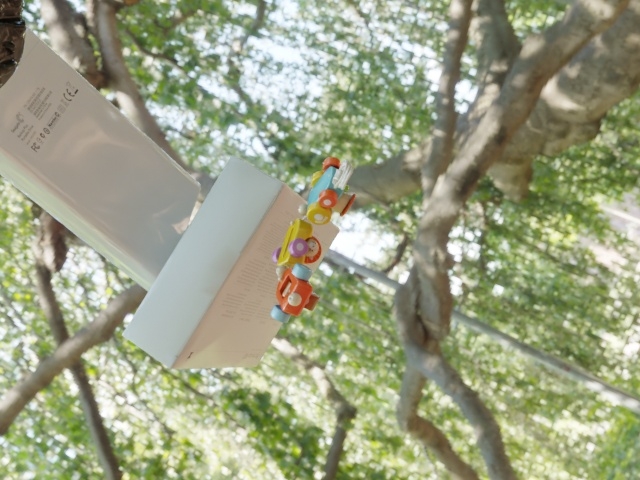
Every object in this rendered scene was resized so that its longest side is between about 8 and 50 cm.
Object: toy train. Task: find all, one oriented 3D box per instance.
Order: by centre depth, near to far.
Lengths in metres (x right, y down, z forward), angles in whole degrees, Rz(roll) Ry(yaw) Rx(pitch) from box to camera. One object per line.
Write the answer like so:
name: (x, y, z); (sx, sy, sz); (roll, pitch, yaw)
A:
toy train: (0.000, 0.000, 0.781); (0.166, 0.046, 0.125); (-64, 19, 6)

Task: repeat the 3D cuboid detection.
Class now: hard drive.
hard drive: (-0.328, -0.116, 1.100); (0.047, 0.353, 0.233); (-31, 30, 29)

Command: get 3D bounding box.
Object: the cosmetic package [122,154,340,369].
cosmetic package: (-0.113, 0.053, 1.199); (0.284, 0.097, 0.377); (-60, -15, -2)

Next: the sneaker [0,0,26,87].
sneaker: (-0.239, -0.174, 0.411); (0.234, 0.106, 0.078); (64, -153, -6)
